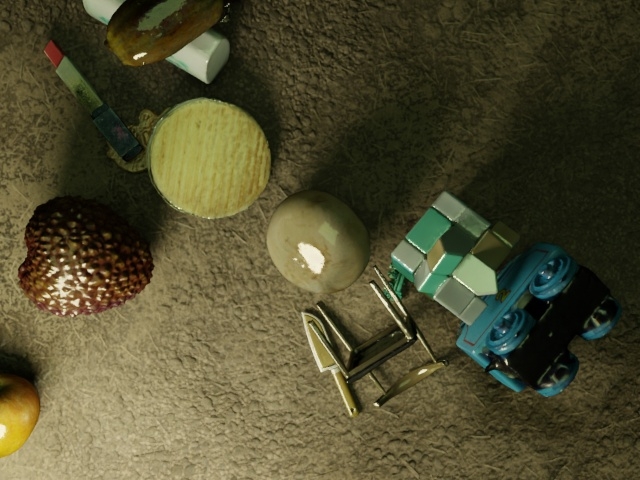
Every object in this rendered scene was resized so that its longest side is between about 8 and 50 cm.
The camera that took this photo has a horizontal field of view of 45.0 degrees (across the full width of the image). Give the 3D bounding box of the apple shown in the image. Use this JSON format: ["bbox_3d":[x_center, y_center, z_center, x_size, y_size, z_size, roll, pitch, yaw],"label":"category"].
[{"bbox_3d":[-0.669,0.360,1.576,0.182,0.182,0.155,7,118,-3],"label":"apple"}]

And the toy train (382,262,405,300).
[{"bbox_3d":[0.165,0.091,1.688,0.045,0.029,0.092,19,87,-10],"label":"toy train"}]

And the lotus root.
[{"bbox_3d":[-0.288,-0.413,1.437,0.241,0.123,0.124,-35,82,-7],"label":"lotus root"}]

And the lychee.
[{"bbox_3d":[-0.466,0.038,1.560,0.271,0.271,0.271,0,89,-3],"label":"lychee"}]

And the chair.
[{"bbox_3d":[0.124,0.217,1.606,0.188,0.166,0.272,-35,95,11],"label":"chair"}]

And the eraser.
[{"bbox_3d":[-0.333,-0.441,1.589,0.290,0.189,0.104,30,83,-2],"label":"eraser"}]

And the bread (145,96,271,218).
[{"bbox_3d":[-0.236,-0.174,1.645,0.267,0.040,0.267,-1,97,-12],"label":"bread"}]

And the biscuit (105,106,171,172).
[{"bbox_3d":[-0.364,-0.210,1.665,0.184,0.027,0.133,-39,91,-1],"label":"biscuit"}]

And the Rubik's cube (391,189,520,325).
[{"bbox_3d":[0.284,0.034,1.584,0.213,0.265,0.224,40,87,14],"label":"Rubik's cube"}]

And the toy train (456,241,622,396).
[{"bbox_3d":[0.436,0.164,1.583,0.188,0.265,0.300,40,86,-11],"label":"toy train"}]

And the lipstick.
[{"bbox_3d":[-0.491,-0.302,1.635,0.051,0.051,0.312,-39,84,-2],"label":"lipstick"}]

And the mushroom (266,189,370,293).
[{"bbox_3d":[0.000,0.000,1.604,0.178,0.226,0.226,-36,91,-44],"label":"mushroom"}]

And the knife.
[{"bbox_3d":[0.018,0.269,1.681,0.046,0.022,0.256,-24,90,1],"label":"knife"}]
